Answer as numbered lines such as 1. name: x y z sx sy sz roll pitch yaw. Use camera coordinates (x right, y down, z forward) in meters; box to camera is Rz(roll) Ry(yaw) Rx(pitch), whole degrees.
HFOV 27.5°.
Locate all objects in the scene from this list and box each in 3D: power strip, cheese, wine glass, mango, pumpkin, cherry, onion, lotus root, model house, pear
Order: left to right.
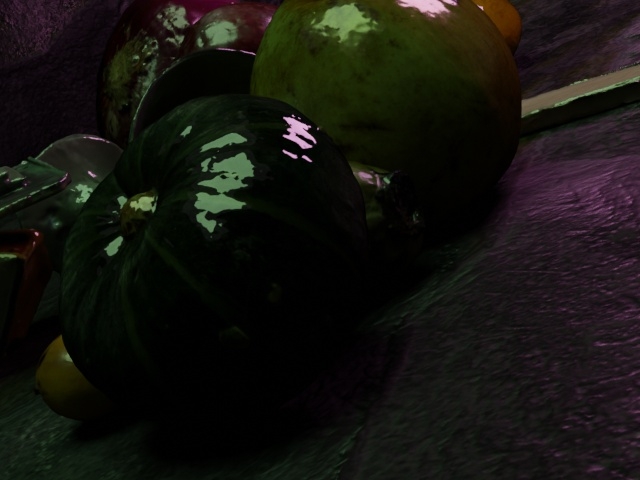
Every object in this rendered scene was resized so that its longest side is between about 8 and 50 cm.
1. model house: -0.458 0.062 1.619 0.267 0.173 0.239 0 19 5
2. power strip: -0.420 -0.062 1.573 0.198 0.065 0.213 -28 18 -20
3. mango: -0.191 0.112 1.254 0.115 0.090 0.178 -5 19 46
4. wine glass: -0.207 -0.065 1.640 0.267 0.267 0.406 -32 11 -32
5. onion: -0.173 -0.229 2.115 0.385 0.348 0.347 11 -13 -42
6. pumpkin: -0.086 0.022 1.115 0.300 0.207 0.300 -30 38 27
7. cherry: -0.095 -0.219 1.820 0.202 0.230 0.300 -4 19 16
8. lotus root: 0.000 0.000 1.275 0.214 0.138 0.138 -24 13 15
9. pear: 0.065 -0.154 1.427 0.303 0.304 0.304 -22 14 6
10. mango: 0.226 -0.325 2.087 0.195 0.142 0.332 -15 13 14
11. cheese: 0.356 -0.183 1.595 0.400 0.034 0.085 -17 20 25
